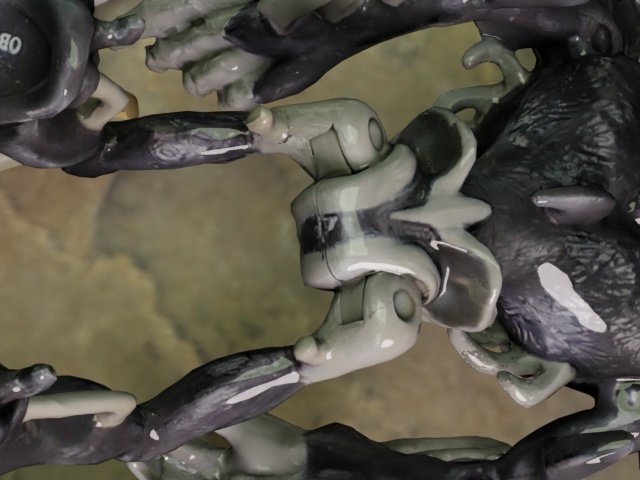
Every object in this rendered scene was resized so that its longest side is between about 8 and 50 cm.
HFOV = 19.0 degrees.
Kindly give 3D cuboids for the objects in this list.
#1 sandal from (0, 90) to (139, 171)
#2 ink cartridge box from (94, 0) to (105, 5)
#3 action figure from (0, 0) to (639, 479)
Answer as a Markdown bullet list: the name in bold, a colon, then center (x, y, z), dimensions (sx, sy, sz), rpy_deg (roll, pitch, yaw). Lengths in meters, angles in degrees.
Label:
- **sandal**: center (-0.132, -0.001, 0.498), dimensions (0.180, 0.072, 0.049), rpy_deg (-14, 97, -10)
- **ink cartridge box**: center (-0.004, -0.224, 0.530), dimensions (0.283, 0.117, 0.207), rpy_deg (-29, 78, -9)
- **action figure**: center (0.000, 0.000, 0.450), dimensions (0.276, 0.141, 0.164), rpy_deg (0, 85, -44)
